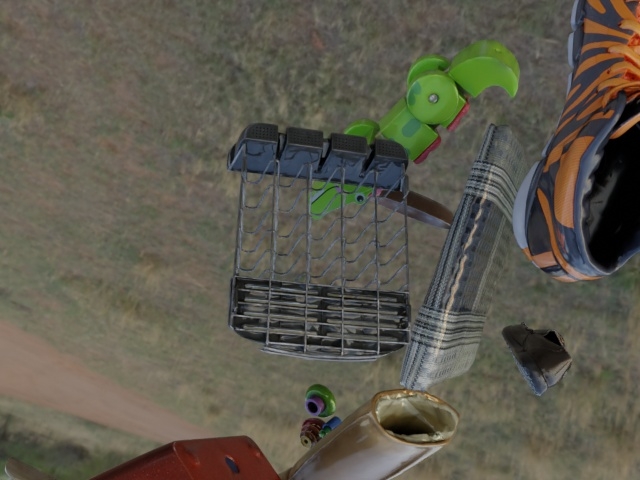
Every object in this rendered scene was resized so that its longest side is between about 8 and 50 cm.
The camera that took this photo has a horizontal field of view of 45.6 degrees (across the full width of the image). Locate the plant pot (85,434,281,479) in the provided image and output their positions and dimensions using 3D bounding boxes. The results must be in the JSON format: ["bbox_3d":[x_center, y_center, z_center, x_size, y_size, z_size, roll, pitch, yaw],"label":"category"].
[{"bbox_3d":[-0.139,0.337,0.745,0.267,0.235,0.267,50,-173,22],"label":"plant pot"}]

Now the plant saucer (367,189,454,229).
[{"bbox_3d":[0.146,-0.058,1.233,0.168,0.029,0.168,21,178,1],"label":"plant saucer"}]

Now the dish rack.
[{"bbox_3d":[0.000,0.000,0.808,0.208,0.272,0.074,6,153,-9],"label":"dish rack"}]

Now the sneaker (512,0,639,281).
[{"bbox_3d":[0.248,-0.117,0.556,0.124,0.321,0.180,16,-178,1],"label":"sneaker"}]

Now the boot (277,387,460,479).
[{"bbox_3d":[0.071,0.272,0.912,0.236,0.089,0.269,7,140,-40],"label":"boot"}]

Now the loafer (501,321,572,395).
[{"bbox_3d":[0.333,0.171,1.148,0.080,0.078,0.220,63,-172,-7],"label":"loafer"}]

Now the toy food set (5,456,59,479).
[{"bbox_3d":[-0.372,0.387,0.914,0.128,0.218,0.071,23,128,-7],"label":"toy food set"}]

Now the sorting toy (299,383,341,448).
[{"bbox_3d":[-0.006,0.259,1.083,0.061,0.102,0.042,15,-156,30],"label":"sorting toy"}]

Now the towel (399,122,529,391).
[{"bbox_3d":[0.188,0.031,0.960,0.056,0.312,0.324,18,180,21],"label":"towel"}]

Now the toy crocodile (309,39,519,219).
[{"bbox_3d":[0.111,-0.142,1.017,0.105,0.115,0.340,43,113,-14],"label":"toy crocodile"}]
